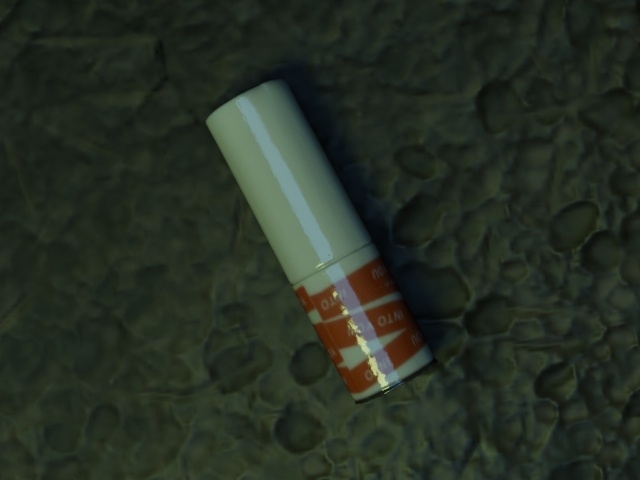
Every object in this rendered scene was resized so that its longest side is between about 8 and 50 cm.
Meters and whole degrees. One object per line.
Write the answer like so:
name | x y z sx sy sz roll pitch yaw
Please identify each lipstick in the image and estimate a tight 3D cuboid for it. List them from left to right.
lipstick | 0.000 0.000 0.518 0.038 0.038 0.131 -28 87 3
